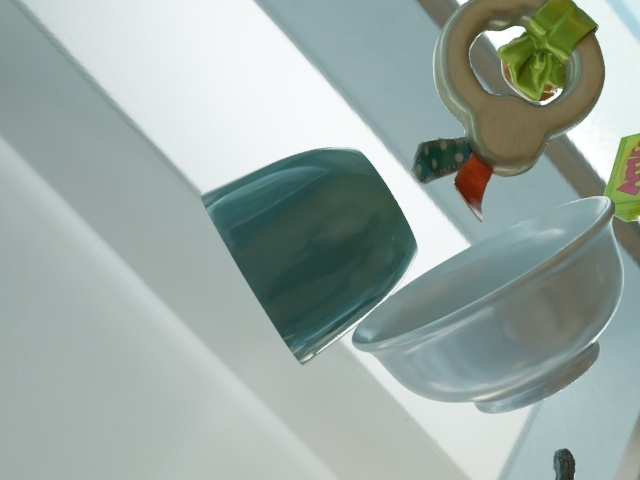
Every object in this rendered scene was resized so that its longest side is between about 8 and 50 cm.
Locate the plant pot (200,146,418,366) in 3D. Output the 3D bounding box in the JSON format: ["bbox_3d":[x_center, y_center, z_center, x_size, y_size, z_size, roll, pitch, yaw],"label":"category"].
[{"bbox_3d":[0.000,0.000,1.226,0.235,0.293,0.293,-30,-88,-3],"label":"plant pot"}]

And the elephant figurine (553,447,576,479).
[{"bbox_3d":[0.436,0.514,1.428,0.169,0.186,0.239,-1,-67,-65],"label":"elephant figurine"}]

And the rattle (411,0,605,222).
[{"bbox_3d":[0.125,-0.086,0.639,0.130,0.143,0.199,23,-107,-12],"label":"rattle"}]

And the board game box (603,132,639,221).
[{"bbox_3d":[0.389,-0.077,0.886,0.043,0.181,0.092,25,-104,-21],"label":"board game box"}]

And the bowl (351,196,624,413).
[{"bbox_3d":[0.191,0.083,0.854,0.298,0.298,0.134,-32,-87,-38],"label":"bowl"}]
